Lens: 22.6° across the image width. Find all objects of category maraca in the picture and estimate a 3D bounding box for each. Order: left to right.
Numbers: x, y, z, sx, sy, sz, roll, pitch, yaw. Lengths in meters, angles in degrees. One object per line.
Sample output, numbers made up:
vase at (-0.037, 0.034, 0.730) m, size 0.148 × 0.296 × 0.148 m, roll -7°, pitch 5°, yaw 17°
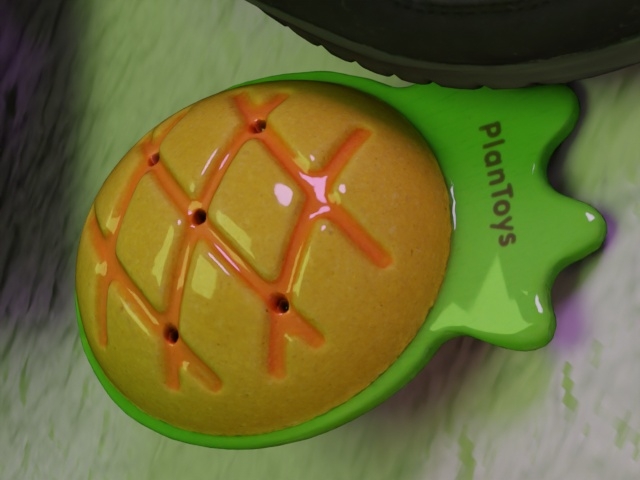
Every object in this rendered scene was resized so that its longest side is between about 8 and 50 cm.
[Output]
maraca at (0.000, 0.000, 0.524) m, size 0.185 × 0.099 × 0.127 m, roll -16°, pitch 71°, yaw 20°

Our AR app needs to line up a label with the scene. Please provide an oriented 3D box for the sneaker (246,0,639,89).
sneaker at (-0.024, -0.136, 0.475) m, size 0.341 × 0.139 × 0.125 m, roll 16°, pitch 82°, yaw 26°
